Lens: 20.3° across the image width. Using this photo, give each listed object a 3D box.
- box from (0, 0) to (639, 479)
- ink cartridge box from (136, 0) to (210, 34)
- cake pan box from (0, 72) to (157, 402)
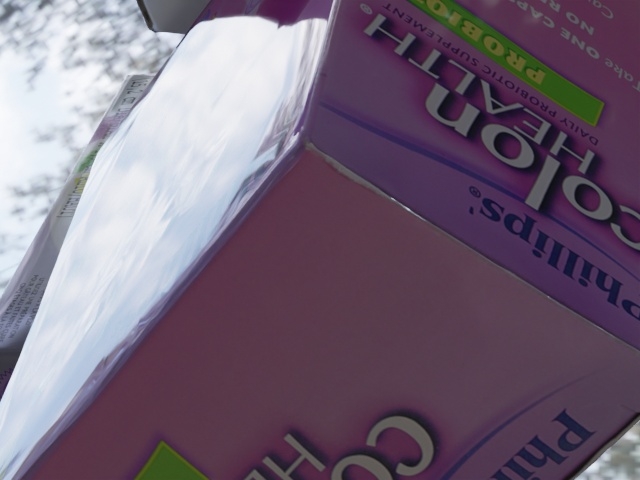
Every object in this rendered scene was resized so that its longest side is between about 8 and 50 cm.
[{"bbox_3d":[0.000,0.000,0.571,0.117,0.213,0.243,31,-144,-15],"label":"box"},{"bbox_3d":[0.029,-0.244,0.793,0.270,0.198,0.197,-64,-30,-33],"label":"ink cartridge box"},{"bbox_3d":[-0.008,-0.004,0.861,0.267,0.245,0.070,-69,-26,-53],"label":"cake pan box"}]
